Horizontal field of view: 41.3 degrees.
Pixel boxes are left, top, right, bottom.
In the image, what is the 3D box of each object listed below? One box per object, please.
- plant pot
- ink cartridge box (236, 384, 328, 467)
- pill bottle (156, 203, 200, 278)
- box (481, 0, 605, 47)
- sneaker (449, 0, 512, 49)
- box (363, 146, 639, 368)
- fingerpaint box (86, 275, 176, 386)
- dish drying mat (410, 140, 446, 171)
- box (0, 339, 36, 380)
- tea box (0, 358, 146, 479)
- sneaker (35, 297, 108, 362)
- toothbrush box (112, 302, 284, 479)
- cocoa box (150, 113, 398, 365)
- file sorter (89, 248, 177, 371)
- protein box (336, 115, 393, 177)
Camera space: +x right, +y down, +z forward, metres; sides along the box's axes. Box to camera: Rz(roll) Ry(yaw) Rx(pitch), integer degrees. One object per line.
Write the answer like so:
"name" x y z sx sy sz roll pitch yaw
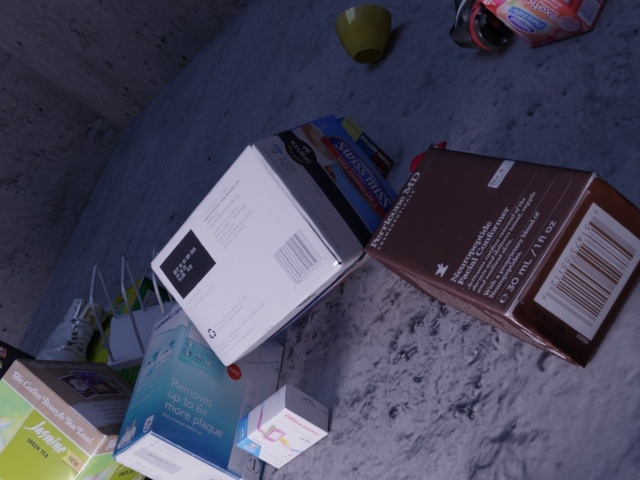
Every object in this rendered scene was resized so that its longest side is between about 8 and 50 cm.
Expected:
"plant pot" 0.104 -0.467 1.965 0.134 0.134 0.095 -28 62 46
"ink cartridge box" -0.058 0.288 1.316 0.122 0.088 0.052 -42 27 28
"pill bottle" -0.251 0.005 1.965 0.265 0.153 0.153 -54 24 4
"box" 0.398 -0.487 1.384 0.142 0.154 0.300 -1 59 62
"sneaker" 0.319 -0.464 1.567 0.135 0.097 0.276 -1 59 59
"box" 0.227 0.002 1.096 0.191 0.143 0.381 -58 22 -4
"fingerpaint box" -0.506 0.361 1.973 0.371 0.163 0.445 -35 30 37
"dish drying mat" 0.191 -0.150 1.516 0.083 0.008 0.032 -28 37 47
"box" -0.755 0.459 2.122 0.097 0.318 0.395 -45 25 24
"tea box" -0.473 0.400 1.510 0.324 0.220 0.329 -55 -15 0
"sneaker" -0.556 0.215 1.923 0.169 0.108 0.292 -57 22 0
"toothbrush box" -0.198 0.269 1.449 0.126 0.216 0.296 -37 29 35
"cocoa box" -0.067 0.000 1.399 0.228 0.231 0.347 -29 -12 -50
"file sorter" -0.325 0.119 1.771 0.277 0.173 0.193 -15 27 -4
"protein box" -0.005 -0.109 1.646 0.200 0.136 0.201 -56 23 -20
